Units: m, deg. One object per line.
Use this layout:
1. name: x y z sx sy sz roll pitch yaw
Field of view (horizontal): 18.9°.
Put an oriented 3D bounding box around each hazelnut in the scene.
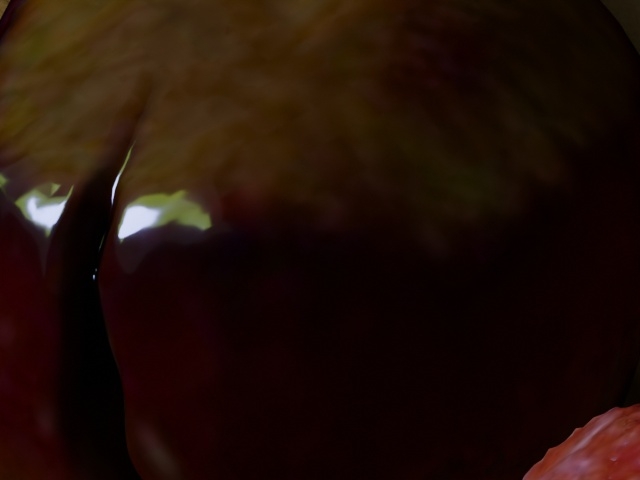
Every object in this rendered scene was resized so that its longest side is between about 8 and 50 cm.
1. hazelnut: 0.000 0.000 1.009 0.402 0.402 0.429 -41 32 33

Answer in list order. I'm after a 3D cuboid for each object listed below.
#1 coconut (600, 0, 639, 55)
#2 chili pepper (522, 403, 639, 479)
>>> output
1. coconut: 0.198 -0.294 1.178 0.415 0.415 0.345 -54 29 -12
2. chili pepper: 0.089 0.188 0.520 0.305 0.229 0.251 -52 30 -15
